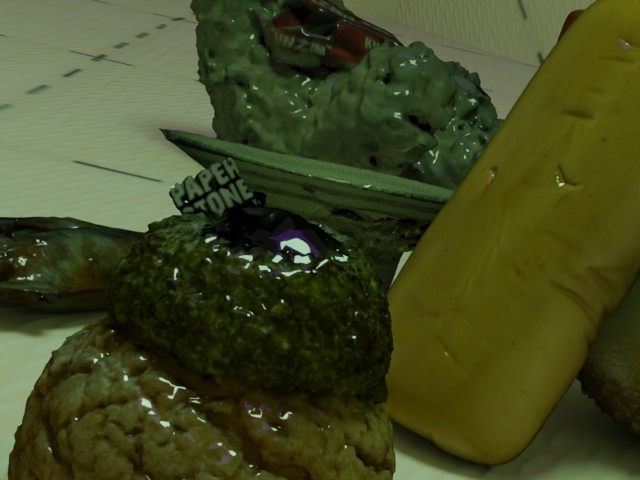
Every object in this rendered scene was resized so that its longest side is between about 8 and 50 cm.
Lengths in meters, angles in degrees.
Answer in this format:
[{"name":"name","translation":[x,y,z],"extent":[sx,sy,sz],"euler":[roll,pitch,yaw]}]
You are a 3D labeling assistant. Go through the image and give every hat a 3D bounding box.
[{"name":"hat","translation":[0.000,0.000,1.135],"extent":[0.252,0.110,0.252],"euler":[12,5,-1]}]

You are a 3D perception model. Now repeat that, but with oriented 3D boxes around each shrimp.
[{"name":"shrimp","translation":[-0.184,0.008,1.059],"extent":[0.169,0.058,0.296],"euler":[14,7,34]}]

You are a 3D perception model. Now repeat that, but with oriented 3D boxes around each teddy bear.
[{"name":"teddy bear","translation":[0.065,-0.140,1.612],"extent":[0.368,0.224,0.357],"euler":[3,30,-46]}]

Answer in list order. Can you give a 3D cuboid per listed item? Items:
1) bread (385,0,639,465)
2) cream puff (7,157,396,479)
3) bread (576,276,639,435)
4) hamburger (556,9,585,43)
[{"name":"bread","translation":[0.133,-0.017,0.939],"extent":[0.091,0.305,0.142],"euler":[37,-4,-39]},{"name":"cream puff","translation":[-0.044,0.055,0.712],"extent":[0.183,0.168,0.183],"euler":[11,14,-3]},{"name":"bread","translation":[0.288,0.066,1.020],"extent":[0.306,0.158,0.305],"euler":[13,9,-2]},{"name":"hamburger","translation":[0.340,-0.067,1.451],"extent":[0.330,0.250,0.330],"euler":[13,9,-2]}]
